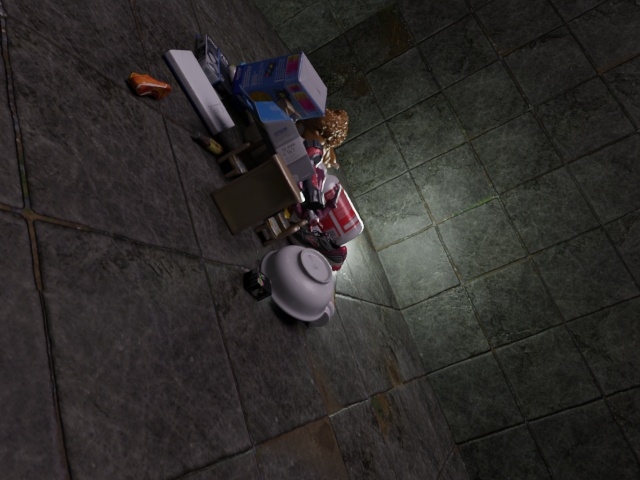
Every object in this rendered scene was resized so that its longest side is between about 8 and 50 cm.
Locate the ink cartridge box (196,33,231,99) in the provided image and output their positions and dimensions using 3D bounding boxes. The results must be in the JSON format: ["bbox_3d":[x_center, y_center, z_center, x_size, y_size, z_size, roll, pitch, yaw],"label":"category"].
[{"bbox_3d":[-0.463,-0.767,2.004,0.165,0.065,0.333,46,22,-46],"label":"ink cartridge box"}]

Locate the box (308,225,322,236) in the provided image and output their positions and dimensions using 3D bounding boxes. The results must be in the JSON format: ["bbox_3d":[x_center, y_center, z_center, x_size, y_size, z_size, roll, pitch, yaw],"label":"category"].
[{"bbox_3d":[0.000,0.000,2.194,0.145,0.038,0.186,57,-7,-1],"label":"box"}]

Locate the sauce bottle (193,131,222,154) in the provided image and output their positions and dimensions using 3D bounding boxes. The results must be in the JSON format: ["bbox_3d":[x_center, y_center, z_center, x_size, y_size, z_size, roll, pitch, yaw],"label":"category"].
[{"bbox_3d":[-0.388,-0.336,1.601,0.128,0.042,0.042,31,36,-65],"label":"sauce bottle"}]

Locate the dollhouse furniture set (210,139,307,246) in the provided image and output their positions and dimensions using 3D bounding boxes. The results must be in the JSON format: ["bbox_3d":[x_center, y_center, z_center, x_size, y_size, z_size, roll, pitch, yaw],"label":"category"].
[{"bbox_3d":[-0.176,-0.185,1.649,0.362,0.256,0.394,62,16,-8],"label":"dollhouse furniture set"}]

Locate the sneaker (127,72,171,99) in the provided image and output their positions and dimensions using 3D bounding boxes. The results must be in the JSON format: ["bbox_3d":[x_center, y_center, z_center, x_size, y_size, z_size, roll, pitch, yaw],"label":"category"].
[{"bbox_3d":[-0.506,-0.469,1.393,0.067,0.064,0.175,54,13,1],"label":"sneaker"}]

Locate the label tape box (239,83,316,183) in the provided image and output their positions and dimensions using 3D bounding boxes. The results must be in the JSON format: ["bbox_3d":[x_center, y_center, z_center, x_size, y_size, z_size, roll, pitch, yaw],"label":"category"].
[{"bbox_3d":[-0.161,-0.408,1.716,0.249,0.115,0.348,54,-10,52],"label":"label tape box"}]

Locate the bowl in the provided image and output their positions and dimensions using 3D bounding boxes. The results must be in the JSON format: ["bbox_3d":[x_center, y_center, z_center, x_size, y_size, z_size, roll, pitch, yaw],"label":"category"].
[{"bbox_3d":[-0.053,0.122,1.620,0.298,0.134,0.298,33,33,-25],"label":"bowl"}]

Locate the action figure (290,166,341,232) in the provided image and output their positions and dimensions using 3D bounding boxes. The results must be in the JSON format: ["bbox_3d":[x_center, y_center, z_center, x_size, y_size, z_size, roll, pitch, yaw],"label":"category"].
[{"bbox_3d":[-0.064,-0.173,2.015,0.248,0.276,0.370,5,53,-18],"label":"action figure"}]

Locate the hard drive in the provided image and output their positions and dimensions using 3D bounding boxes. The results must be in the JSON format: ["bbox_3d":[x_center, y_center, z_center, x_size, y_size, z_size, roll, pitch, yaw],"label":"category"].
[{"bbox_3d":[-0.449,-0.558,1.752,0.319,0.040,0.210,60,16,-15],"label":"hard drive"}]

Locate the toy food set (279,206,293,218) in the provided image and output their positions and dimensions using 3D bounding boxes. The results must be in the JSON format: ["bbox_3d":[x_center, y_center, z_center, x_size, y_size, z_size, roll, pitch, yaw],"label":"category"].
[{"bbox_3d":[-0.168,-0.153,1.972,0.218,0.071,0.128,-65,145,-82],"label":"toy food set"}]

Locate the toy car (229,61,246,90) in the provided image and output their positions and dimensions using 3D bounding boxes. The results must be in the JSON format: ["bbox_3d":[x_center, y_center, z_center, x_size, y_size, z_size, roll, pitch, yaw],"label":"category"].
[{"bbox_3d":[-0.357,-0.752,2.178,0.182,0.136,0.159,63,16,-2],"label":"toy car"}]

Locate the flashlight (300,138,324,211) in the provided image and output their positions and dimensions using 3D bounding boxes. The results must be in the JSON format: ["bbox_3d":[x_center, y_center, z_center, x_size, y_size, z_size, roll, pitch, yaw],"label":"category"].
[{"bbox_3d":[-0.028,-0.260,1.857,0.103,0.103,0.304,41,37,-55],"label":"flashlight"}]

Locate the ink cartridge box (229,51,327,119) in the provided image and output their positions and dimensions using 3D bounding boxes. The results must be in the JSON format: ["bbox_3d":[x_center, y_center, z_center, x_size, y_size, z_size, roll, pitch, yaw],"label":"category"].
[{"bbox_3d":[-0.202,-0.651,2.041,0.270,0.395,0.151,38,57,-59],"label":"ink cartridge box"}]

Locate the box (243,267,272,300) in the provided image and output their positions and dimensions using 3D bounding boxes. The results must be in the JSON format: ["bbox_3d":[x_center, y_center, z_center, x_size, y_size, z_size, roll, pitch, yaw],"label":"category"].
[{"bbox_3d":[-0.196,0.138,1.455,0.083,0.052,0.062,51,21,-41],"label":"box"}]

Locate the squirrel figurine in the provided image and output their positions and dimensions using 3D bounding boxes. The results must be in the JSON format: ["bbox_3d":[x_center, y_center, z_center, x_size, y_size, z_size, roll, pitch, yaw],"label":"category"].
[{"bbox_3d":[0.003,-0.531,2.519,0.370,0.397,0.281,27,35,-52],"label":"squirrel figurine"}]

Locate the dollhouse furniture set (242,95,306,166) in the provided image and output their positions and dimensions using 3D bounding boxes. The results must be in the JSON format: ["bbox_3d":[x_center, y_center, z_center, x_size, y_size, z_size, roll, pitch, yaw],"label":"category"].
[{"bbox_3d":[-0.145,-0.406,2.043,0.303,0.286,0.198,27,38,-47],"label":"dollhouse furniture set"}]

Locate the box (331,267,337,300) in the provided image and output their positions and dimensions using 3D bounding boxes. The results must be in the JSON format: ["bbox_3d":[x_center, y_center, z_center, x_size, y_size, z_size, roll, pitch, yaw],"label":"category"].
[{"bbox_3d":[-0.007,0.140,2.052,0.216,0.060,0.270,59,16,-19],"label":"box"}]

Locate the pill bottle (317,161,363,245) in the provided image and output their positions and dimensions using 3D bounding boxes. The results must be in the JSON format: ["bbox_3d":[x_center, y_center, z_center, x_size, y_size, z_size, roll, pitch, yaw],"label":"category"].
[{"bbox_3d":[0.032,-0.184,2.372,0.408,0.229,0.229,60,16,-16],"label":"pill bottle"}]

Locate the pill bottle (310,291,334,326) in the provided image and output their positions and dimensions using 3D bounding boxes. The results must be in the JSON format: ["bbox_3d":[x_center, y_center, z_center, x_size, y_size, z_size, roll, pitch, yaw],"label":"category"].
[{"bbox_3d":[-0.004,0.234,1.805,0.117,0.117,0.215,56,18,-26],"label":"pill bottle"}]

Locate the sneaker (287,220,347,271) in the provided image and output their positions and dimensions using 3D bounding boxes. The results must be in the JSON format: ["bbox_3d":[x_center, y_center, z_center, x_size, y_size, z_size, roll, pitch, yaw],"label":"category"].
[{"bbox_3d":[-0.015,0.003,1.972,0.299,0.112,0.121,33,25,14],"label":"sneaker"}]
